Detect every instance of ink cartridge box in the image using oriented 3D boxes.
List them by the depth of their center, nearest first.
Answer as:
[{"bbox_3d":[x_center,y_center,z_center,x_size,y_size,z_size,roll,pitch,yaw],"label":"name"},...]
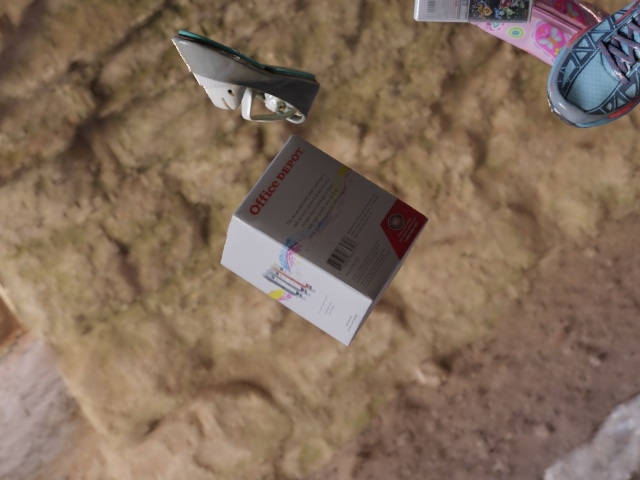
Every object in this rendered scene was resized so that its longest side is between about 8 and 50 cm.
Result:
[{"bbox_3d":[0.000,0.000,1.414,0.128,0.176,0.127,-54,-6,-27],"label":"ink cartridge box"}]

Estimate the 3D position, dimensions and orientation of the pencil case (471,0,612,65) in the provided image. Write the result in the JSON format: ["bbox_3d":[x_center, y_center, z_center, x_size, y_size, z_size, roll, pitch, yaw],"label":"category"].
[{"bbox_3d":[0.380,-0.364,2.168,0.124,0.284,0.124,-55,21,32],"label":"pencil case"}]

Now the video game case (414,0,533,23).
[{"bbox_3d":[0.226,-0.405,1.854,0.173,0.190,0.022,0,23,-9],"label":"video game case"}]

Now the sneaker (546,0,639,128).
[{"bbox_3d":[0.345,-0.226,1.377,0.262,0.104,0.125,-40,-11,-4],"label":"sneaker"}]

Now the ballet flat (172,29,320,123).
[{"bbox_3d":[-0.077,-0.161,1.350,0.072,0.068,0.213,22,7,37],"label":"ballet flat"}]
